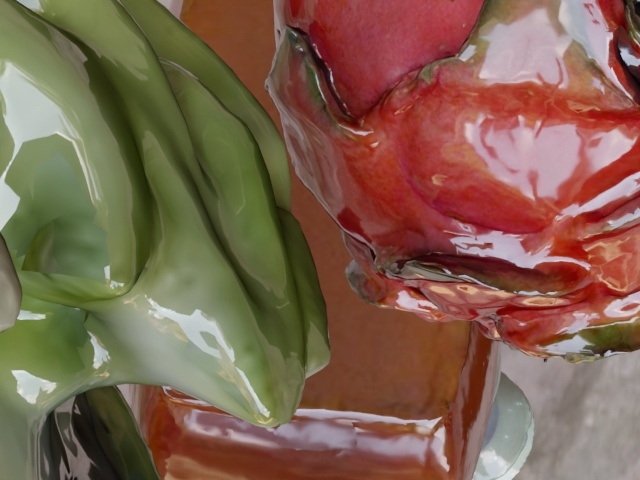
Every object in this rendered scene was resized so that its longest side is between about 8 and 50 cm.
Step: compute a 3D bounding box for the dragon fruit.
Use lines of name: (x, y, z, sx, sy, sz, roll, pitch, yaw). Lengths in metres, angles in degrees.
dragon fruit: (0.077, -0.080, 0.633, 0.193, 0.192, 0.274, 20, 123, 30)

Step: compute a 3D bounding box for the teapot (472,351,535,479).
teapot: (0.076, 0.118, 1.524, 0.183, 0.251, 0.183, -11, 65, 23)

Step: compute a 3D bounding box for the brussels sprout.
brussels sprout: (-0.212, 0.071, 0.559, 0.361, 0.342, 0.425, 40, 121, 34)

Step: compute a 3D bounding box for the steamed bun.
steamed bun: (0.000, 0.000, 1.248, 0.235, 0.248, 0.379, 4, 66, -1)
